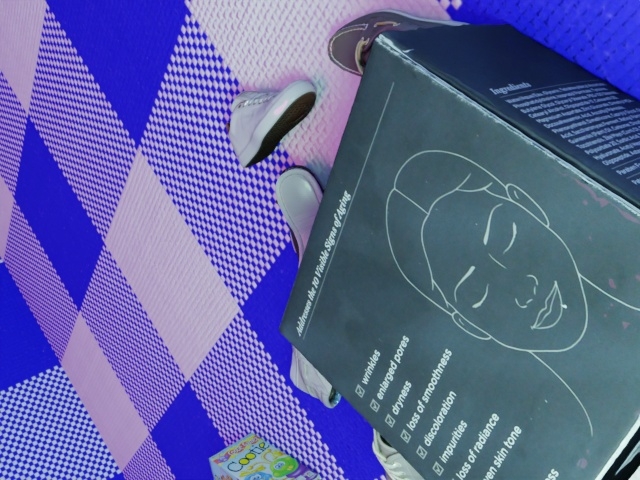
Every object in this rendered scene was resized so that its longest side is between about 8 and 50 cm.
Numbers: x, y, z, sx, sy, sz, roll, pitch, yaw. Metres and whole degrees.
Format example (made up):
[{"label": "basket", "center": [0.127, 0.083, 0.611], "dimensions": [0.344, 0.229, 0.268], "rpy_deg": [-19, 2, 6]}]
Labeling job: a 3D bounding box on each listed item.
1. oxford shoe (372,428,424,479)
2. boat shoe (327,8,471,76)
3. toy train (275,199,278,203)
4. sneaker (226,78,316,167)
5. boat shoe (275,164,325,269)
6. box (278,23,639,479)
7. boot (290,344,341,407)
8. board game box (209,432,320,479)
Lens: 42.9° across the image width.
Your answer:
[{"label": "oxford shoe", "center": [0.153, 0.377, 1.497], "dimensions": [0.169, 0.130, 0.449], "rpy_deg": [42, 151, 28]}, {"label": "boat shoe", "center": [0.109, -0.285, 1.226], "dimensions": [0.305, 0.091, 0.109], "rpy_deg": [19, 124, 46]}, {"label": "toy train", "center": [-0.060, -0.074, 1.629], "dimensions": [0.083, 0.023, 0.017], "rpy_deg": [14, 121, 48]}, {"label": "sneaker", "center": [-0.111, -0.243, 1.524], "dimensions": [0.123, 0.105, 0.290], "rpy_deg": [60, 146, 4]}, {"label": "boat shoe", "center": [0.000, 0.000, 1.543], "dimensions": [0.114, 0.091, 0.303], "rpy_deg": [-12, 103, 9]}, {"label": "box", "center": [0.244, 0.051, 1.029], "dimensions": [0.471, 0.297, 0.480], "rpy_deg": [41, 129, 29]}, {"label": "boot", "center": [0.005, 0.236, 1.686], "dimensions": [0.123, 0.095, 0.258], "rpy_deg": [32, 142, 30]}, {"label": "board game box", "center": [-0.133, 0.617, 2.030], "dimensions": [0.275, 0.142, 0.144], "rpy_deg": [16, 123, 47]}]
